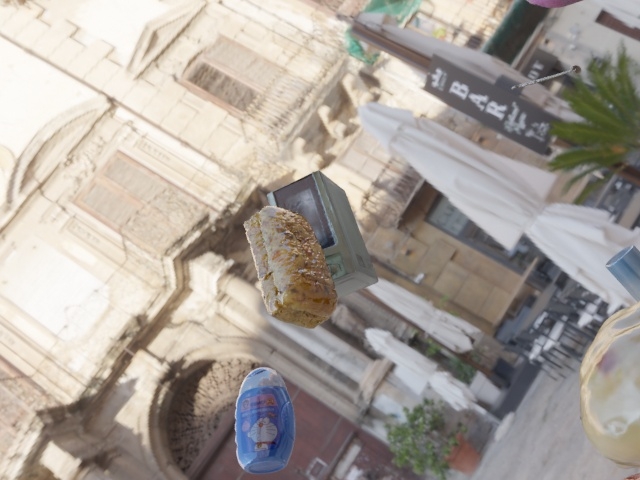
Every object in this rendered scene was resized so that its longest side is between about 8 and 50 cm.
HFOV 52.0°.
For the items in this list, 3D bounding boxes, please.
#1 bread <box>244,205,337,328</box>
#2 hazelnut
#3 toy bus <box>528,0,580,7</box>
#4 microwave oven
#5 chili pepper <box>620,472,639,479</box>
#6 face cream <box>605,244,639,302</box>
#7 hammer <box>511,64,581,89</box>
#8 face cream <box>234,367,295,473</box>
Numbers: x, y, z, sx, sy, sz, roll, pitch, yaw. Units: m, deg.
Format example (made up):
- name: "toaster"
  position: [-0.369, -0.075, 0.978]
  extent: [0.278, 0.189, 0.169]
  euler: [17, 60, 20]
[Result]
- name: "bread"
  position: [-0.046, 0.035, 1.015]
  extent: [0.114, 0.211, 0.083]
  euler: [20, -57, -38]
- name: "hazelnut"
  position: [0.459, 0.209, 0.854]
  extent: [0.261, 0.261, 0.241]
  euler: [-38, -19, -51]
- name: "toy bus"
  position: [0.412, -0.436, 0.927]
  extent: [0.147, 0.303, 0.127]
  euler: [67, -149, -25]
- name: "microwave oven"
  position: [0.000, 0.000, 1.217]
  extent: [0.129, 0.205, 0.163]
  euler: [-23, -20, 14]
- name: "chili pepper"
  position: [0.618, 0.552, 1.347]
  extent: [0.388, 0.110, 0.110]
  euler: [-17, -38, -30]
- name: "face cream"
  position: [0.723, 0.125, 1.396]
  extent: [0.077, 0.250, 0.077]
  euler: [-41, -6, -5]
- name: "hammer"
  position: [0.391, -0.281, 1.141]
  extent: [0.029, 0.123, 0.014]
  euler: [9, -104, -46]
- name: "face cream"
  position: [-0.137, 0.432, 1.613]
  extent: [0.083, 0.149, 0.264]
  euler: [79, -178, -48]
